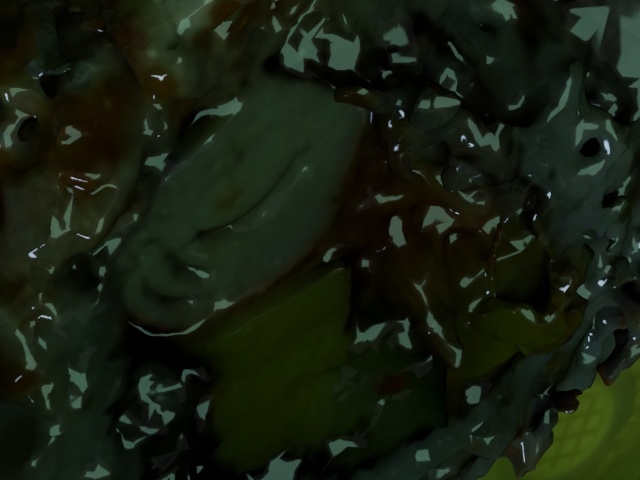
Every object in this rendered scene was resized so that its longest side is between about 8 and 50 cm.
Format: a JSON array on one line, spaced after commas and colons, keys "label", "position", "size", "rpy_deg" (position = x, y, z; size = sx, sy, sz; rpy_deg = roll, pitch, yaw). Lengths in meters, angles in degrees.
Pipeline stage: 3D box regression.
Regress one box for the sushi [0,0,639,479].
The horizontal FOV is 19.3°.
[{"label": "sushi", "position": [-0.003, 0.004, 0.805], "size": [0.418, 0.176, 0.417], "rpy_deg": [-22, 134, -25]}]
